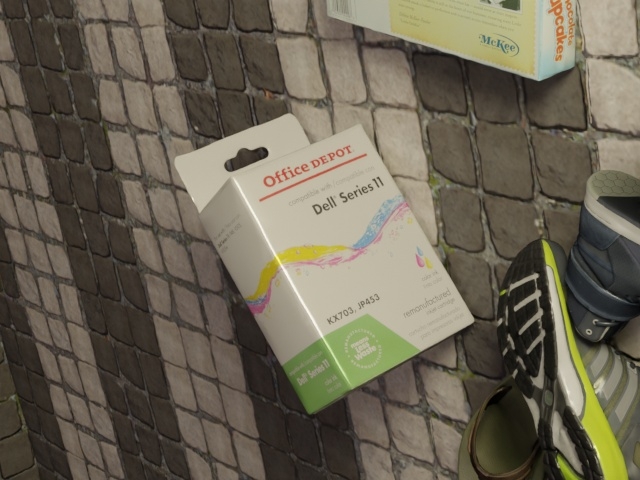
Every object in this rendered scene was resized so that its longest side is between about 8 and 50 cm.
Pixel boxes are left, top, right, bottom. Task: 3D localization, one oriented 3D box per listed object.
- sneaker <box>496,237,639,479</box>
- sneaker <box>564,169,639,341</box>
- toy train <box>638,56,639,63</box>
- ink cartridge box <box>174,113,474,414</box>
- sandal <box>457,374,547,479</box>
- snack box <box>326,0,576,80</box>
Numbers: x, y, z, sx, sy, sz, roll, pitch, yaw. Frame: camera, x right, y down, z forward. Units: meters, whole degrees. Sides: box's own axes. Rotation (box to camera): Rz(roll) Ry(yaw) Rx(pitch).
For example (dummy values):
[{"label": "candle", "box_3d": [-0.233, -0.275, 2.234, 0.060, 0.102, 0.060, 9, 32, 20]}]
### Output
[{"label": "sneaker", "box_3d": [0.277, 0.140, 1.447, 0.111, 0.121, 0.299, -34, 67, 58]}, {"label": "sneaker", "box_3d": [0.334, 0.054, 1.332, 0.226, 0.086, 0.163, 42, 138, 32]}, {"label": "toy train", "box_3d": [0.335, -0.150, 1.123, 0.080, 0.184, 0.105, 31, 123, 41]}, {"label": "ink cartridge box", "box_3d": [0.000, 0.000, 1.643, 0.353, 0.207, 0.119, 60, 147, 7]}, {"label": "sandal", "box_3d": [0.217, 0.226, 1.599, 0.120, 0.086, 0.302, 48, 142, 25]}, {"label": "snack box", "box_3d": [0.124, -0.295, 1.421, 0.322, 0.060, 0.187, 26, 131, 43]}]
